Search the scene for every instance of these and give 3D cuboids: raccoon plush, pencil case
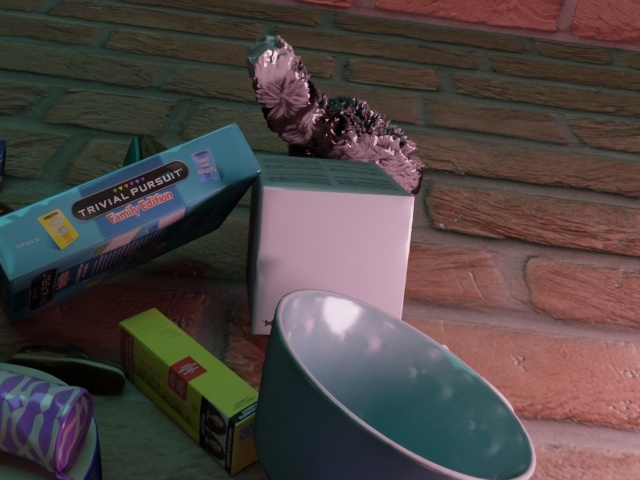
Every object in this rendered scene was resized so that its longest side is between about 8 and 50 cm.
[{"bbox_3d":[0.024,-0.218,1.406,0.216,0.446,0.299,-22,35,2],"label":"raccoon plush"},{"bbox_3d":[-0.325,0.165,0.774,0.206,0.086,0.088,10,65,8],"label":"pencil case"}]

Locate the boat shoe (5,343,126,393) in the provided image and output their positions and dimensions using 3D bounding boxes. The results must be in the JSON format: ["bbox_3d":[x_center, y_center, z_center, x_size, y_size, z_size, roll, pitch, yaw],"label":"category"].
[{"bbox_3d":[-0.317,0.155,1.017,0.152,0.056,0.049,9,36,2],"label":"boat shoe"}]

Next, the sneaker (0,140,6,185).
[{"bbox_3d":[-0.697,-0.169,1.348,0.315,0.182,0.127,-4,34,-18],"label":"sneaker"}]

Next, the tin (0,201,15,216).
[{"bbox_3d":[-0.481,-0.005,1.201,0.190,0.106,0.040,26,43,29],"label":"tin"}]

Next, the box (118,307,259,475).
[{"bbox_3d":[-0.159,0.178,0.986,0.058,0.087,0.232,-23,43,-40],"label":"box"}]

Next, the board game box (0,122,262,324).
[{"bbox_3d":[-0.268,-0.019,1.074,0.336,0.254,0.079,-26,84,-26],"label":"board game box"}]

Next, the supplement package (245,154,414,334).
[{"bbox_3d":[0.000,0.000,1.144,0.198,0.199,0.262,3,14,-8],"label":"supplement package"}]

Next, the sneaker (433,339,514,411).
[{"bbox_3d":[0.160,0.178,1.065,0.235,0.090,0.095,29,27,29],"label":"sneaker"}]

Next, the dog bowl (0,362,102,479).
[{"bbox_3d":[-0.357,0.246,0.812,0.265,0.104,0.265,6,31,-4],"label":"dog bowl"}]

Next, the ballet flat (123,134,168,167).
[{"bbox_3d":[-0.285,-0.075,1.380,0.124,0.116,0.342,20,24,-17],"label":"ballet flat"}]

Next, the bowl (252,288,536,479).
[{"bbox_3d":[0.053,0.206,0.859,0.311,0.163,0.311,27,17,-9],"label":"bowl"}]
